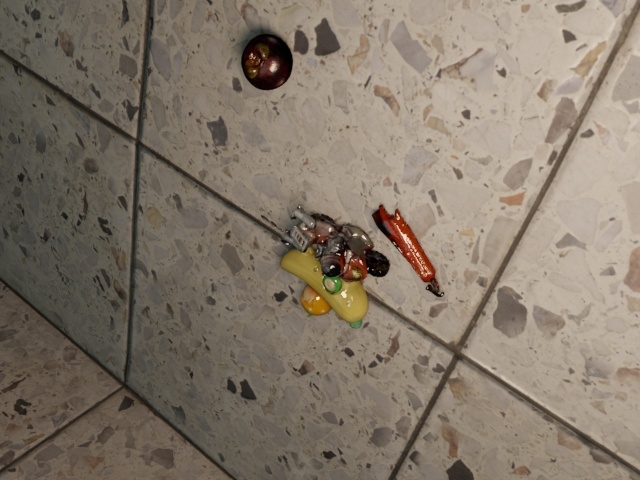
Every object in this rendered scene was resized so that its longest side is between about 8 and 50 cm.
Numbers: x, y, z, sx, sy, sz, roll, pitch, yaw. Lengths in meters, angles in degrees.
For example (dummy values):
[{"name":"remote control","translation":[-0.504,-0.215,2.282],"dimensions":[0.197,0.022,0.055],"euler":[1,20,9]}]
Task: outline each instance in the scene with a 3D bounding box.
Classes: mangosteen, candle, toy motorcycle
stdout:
[{"name":"mangosteen","translation":[-0.151,-0.481,1.835],"dimensions":[0.152,0.152,0.153],"euler":[19,123,31]},{"name":"candle","translation":[0.244,0.030,1.852],"dimensions":[0.302,0.059,0.084],"euler":[57,146,2]},{"name":"toy motorcycle","translation":[0.000,0.000,1.930],"dimensions":[0.401,0.207,0.134],"euler":[38,128,18]}]

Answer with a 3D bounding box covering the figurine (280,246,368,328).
[{"name":"figurine","translation":[0.007,0.140,2.064],"dimensions":[0.324,0.124,0.222],"euler":[29,131,28]}]
